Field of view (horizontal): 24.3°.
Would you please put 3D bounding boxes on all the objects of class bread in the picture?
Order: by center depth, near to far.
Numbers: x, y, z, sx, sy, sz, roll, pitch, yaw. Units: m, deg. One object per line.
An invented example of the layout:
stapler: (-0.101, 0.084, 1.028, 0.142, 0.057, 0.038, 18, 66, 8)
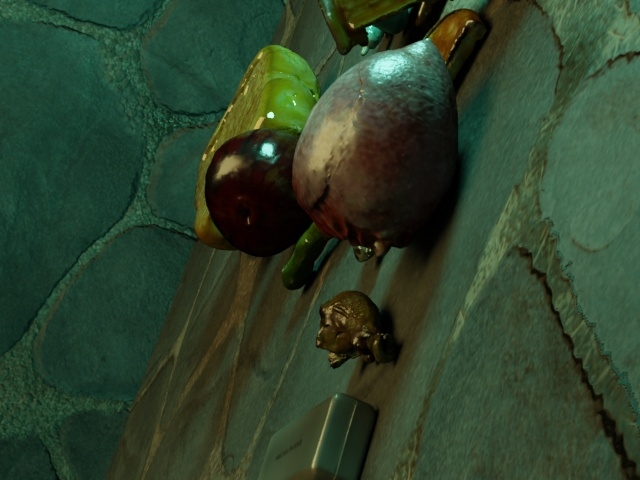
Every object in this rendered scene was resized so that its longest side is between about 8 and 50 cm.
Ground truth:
bread: (-0.102, -0.148, 2.639, 0.337, 0.148, 0.328, -61, 17, 24)

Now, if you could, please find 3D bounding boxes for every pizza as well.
pizza: (0.148, -0.201, 1.795, 0.184, 0.036, 0.176, 147, 141, -69)

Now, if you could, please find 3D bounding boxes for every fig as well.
fig: (-0.082, -0.100, 2.367, 0.249, 0.186, 0.204, -72, -10, -58)

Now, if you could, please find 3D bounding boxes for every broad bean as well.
broad bean: (-0.001, 0.000, 2.106, 0.053, 0.052, 0.256, 62, 145, 17)

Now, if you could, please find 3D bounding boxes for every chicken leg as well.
chicken leg: (0.043, 0.108, 1.655, 0.093, 0.070, 0.178, -68, 21, 1)

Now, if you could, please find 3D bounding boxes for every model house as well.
model house: (0.093, -0.390, 2.098, 0.199, 0.229, 0.220, -42, -69, -79)

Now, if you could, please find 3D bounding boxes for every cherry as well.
cherry: (0.070, -0.109, 1.646, 0.192, 0.175, 0.250, -58, -7, -85)

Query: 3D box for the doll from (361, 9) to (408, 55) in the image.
doll: (0.102, -0.355, 2.254, 0.158, 0.059, 0.159, -79, 16, -51)

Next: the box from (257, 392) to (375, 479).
box: (-0.011, 0.243, 1.654, 0.244, 0.055, 0.103, 134, 155, -65)

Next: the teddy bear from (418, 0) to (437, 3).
teddy bear: (0.179, -0.361, 1.743, 0.251, 0.144, 0.171, -14, 89, 58)

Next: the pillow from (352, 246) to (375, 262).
pillow: (0.076, -0.080, 1.867, 0.093, 0.051, 0.241, 142, 145, -70)
